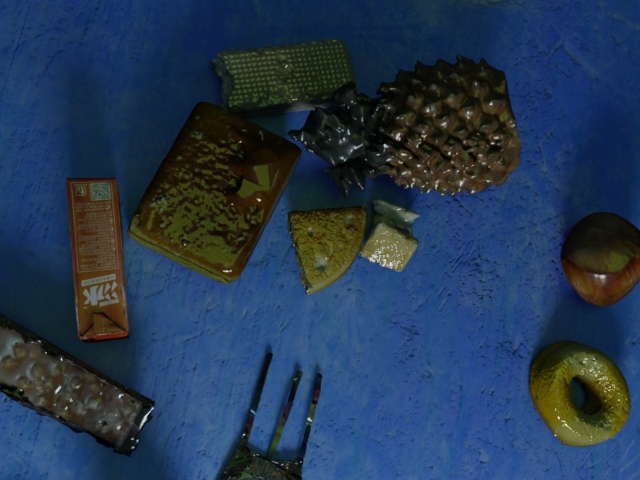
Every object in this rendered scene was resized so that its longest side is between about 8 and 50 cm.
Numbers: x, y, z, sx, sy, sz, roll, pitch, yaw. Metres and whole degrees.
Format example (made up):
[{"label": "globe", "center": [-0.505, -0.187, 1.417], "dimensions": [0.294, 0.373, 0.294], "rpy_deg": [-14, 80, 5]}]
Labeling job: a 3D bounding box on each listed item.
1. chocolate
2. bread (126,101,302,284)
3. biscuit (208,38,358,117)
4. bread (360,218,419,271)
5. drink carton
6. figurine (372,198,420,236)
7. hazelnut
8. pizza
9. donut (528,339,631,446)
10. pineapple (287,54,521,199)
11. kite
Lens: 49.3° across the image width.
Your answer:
[{"label": "chocolate", "center": [-0.379, 0.178, 0.954], "dimensions": [0.329, 0.065, 0.102], "rpy_deg": [32, 104, -7]}, {"label": "bread", "center": [-0.156, -0.071, 1.045], "dimensions": [0.184, 0.110, 0.234], "rpy_deg": [26, 73, -7]}, {"label": "biscuit", "center": [-0.058, -0.262, 1.139], "dimensions": [0.238, 0.062, 0.108], "rpy_deg": [-11, 81, -16]}, {"label": "bread", "center": [0.113, 0.009, 1.125], "dimensions": [0.083, 0.035, 0.070], "rpy_deg": [24, 107, -9]}, {"label": "drink carton", "center": [-0.314, 0.029, 0.988], "dimensions": [0.070, 0.096, 0.223], "rpy_deg": [-4, 79, -16]}, {"label": "figurine", "center": [0.120, -0.034, 1.147], "dimensions": [0.083, 0.047, 0.051], "rpy_deg": [19, 84, -5]}, {"label": "hazelnut", "center": [0.483, 0.035, 1.189], "dimensions": [0.150, 0.150, 0.151], "rpy_deg": [3, 77, -14]}, {"label": "pizza", "center": [0.000, 0.000, 1.106], "dimensions": [0.130, 0.041, 0.178], "rpy_deg": [23, 75, -6]}, {"label": "donut", "center": [0.434, 0.251, 1.152], "dimensions": [0.162, 0.065, 0.178], "rpy_deg": [-42, 91, -19]}, {"label": "pineapple", "center": [0.118, -0.165, 1.099], "dimensions": [0.357, 0.223, 0.223], "rpy_deg": [-9, 80, -10]}, {"label": "kite", "center": [-0.074, 0.315, 1.030], "dimensions": [0.152, 0.015, 0.286], "rpy_deg": [18, 74, -11]}]
